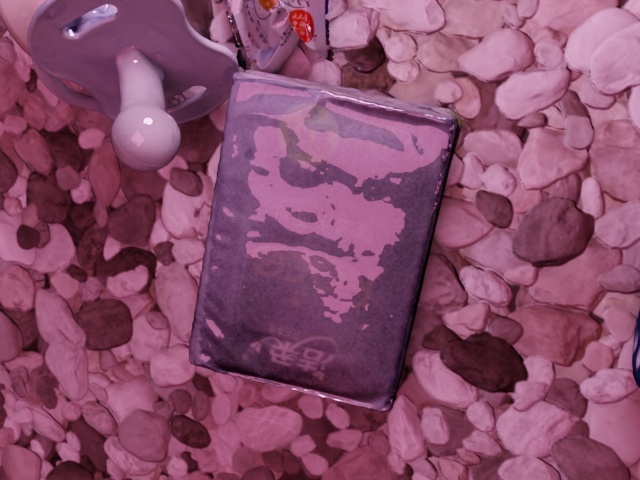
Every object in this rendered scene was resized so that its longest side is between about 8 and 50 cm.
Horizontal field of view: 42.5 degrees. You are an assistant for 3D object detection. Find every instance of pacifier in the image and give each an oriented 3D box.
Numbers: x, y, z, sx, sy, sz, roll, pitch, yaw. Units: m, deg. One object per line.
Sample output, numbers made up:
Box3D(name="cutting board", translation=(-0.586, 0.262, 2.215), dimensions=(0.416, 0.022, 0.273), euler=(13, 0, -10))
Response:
Box3D(name="pacifier", translation=(-0.232, -0.183, 1.012), dimensions=(0.238, 0.287, 0.226), euler=(-21, 59, 15))

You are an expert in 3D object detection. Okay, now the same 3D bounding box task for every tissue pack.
Box3D(name="tissue pack", translation=(0.000, 0.000, 1.066), dimensions=(0.288, 0.124, 0.394), euler=(14, 107, 7))

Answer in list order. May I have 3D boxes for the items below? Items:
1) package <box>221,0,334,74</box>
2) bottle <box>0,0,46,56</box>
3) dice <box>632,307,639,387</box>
Box3D(name="package", translation=(-0.059, -0.348, 1.042), dimensions=(0.194, 0.071, 0.269), euler=(-10, 93, 27))
Box3D(name="bottle", translation=(-0.291, -0.337, 1.078), dimensions=(0.236, 0.147, 0.148), euler=(-23, 95, 20))
Box3D(name="dice", translation=(0.443, 0.110, 0.942), dimensions=(0.146, 0.143, 0.146), euler=(11, 103, 17))
